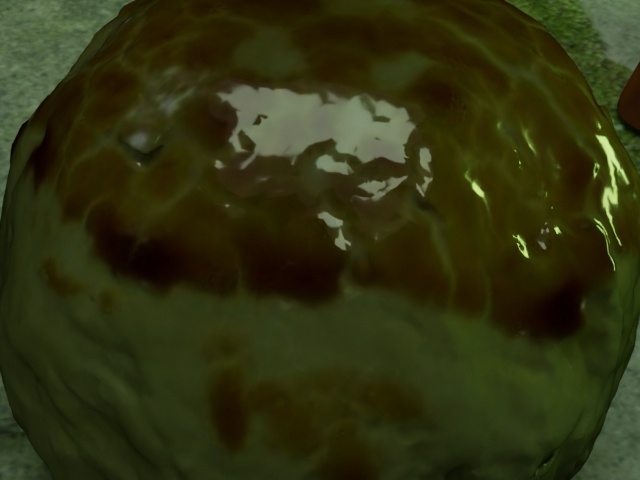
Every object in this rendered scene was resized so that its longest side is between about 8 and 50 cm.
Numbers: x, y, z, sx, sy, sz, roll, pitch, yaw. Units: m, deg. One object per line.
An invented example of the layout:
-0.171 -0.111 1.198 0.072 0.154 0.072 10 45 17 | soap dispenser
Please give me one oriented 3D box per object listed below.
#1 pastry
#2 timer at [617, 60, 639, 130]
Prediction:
0.000 0.000 1.032 0.389 0.312 0.388 1 45 -1 | pastry
0.401 -0.125 1.353 0.250 0.161 0.257 43 53 19 | timer
